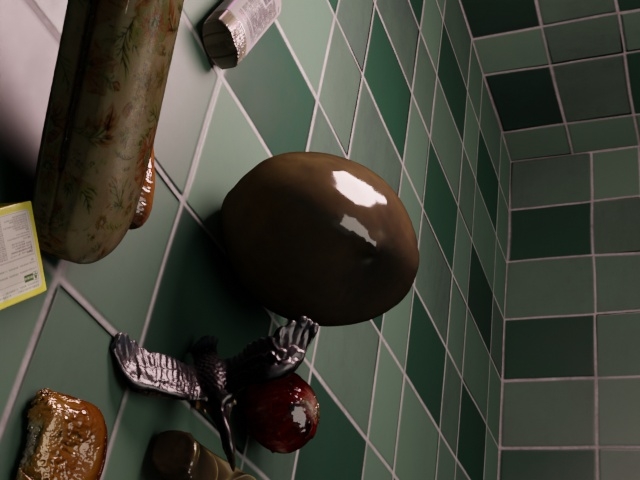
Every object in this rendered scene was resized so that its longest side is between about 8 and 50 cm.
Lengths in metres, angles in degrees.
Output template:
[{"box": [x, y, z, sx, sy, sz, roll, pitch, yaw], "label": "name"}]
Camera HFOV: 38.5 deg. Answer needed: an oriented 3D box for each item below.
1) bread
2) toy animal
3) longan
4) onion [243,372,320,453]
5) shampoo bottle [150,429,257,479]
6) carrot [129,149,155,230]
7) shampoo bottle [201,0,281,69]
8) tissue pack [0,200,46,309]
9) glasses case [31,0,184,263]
[{"box": [-0.273, 0.230, 0.988, 0.126, 0.044, 0.129, 48, 45, -53], "label": "bread"}, {"box": [-0.126, 0.200, 1.208, 0.160, 0.272, 0.197, 143, -64, -74], "label": "toy animal"}, {"box": [0.000, 0.000, 1.423, 0.350, 0.288, 0.289, 30, 57, -53], "label": "longan"}, {"box": [-0.061, 0.264, 1.403, 0.131, 0.131, 0.131, -6, 90, -68], "label": "onion"}, {"box": [-0.124, 0.375, 1.261, 0.350, 0.084, 0.126, 60, 31, -44], "label": "shampoo bottle"}, {"box": [-0.235, -0.129, 1.155, 0.059, 0.059, 0.248, 37, 48, -61], "label": "carrot"}, {"box": [-0.123, -0.359, 1.478, 0.227, 0.055, 0.086, -66, 142, -51], "label": "shampoo bottle"}, {"box": [-0.339, 0.025, 0.848, 0.176, 0.062, 0.095, -33, 117, -66], "label": "tissue pack"}, {"box": [-0.220, -0.180, 0.975, 0.156, 0.098, 0.426, -42, 147, -75], "label": "glasses case"}]
